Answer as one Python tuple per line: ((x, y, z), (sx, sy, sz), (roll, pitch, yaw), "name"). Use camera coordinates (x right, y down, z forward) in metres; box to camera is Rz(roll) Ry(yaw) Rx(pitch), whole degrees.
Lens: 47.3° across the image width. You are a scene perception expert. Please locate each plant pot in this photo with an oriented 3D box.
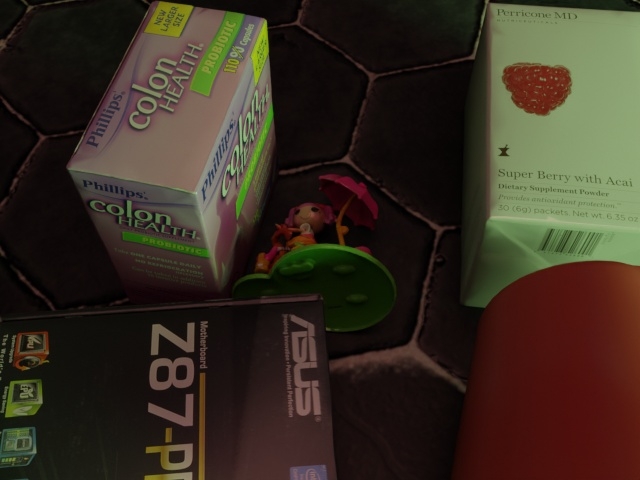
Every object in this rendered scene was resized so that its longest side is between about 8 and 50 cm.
((0.227, 0.168, 0.591), (0.274, 0.275, 0.243), (5, 48, 4), "plant pot")

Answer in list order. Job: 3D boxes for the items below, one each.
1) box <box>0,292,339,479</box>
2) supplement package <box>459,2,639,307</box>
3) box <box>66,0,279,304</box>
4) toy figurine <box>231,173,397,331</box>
((-0.139, 0.247, 0.629), (0.318, 0.097, 0.395), (-2, 59, -3), "box")
((0.250, -0.089, 0.786), (0.177, 0.175, 0.293), (5, 58, 5), "supplement package")
((-0.129, -0.071, 0.742), (0.117, 0.243, 0.214), (11, 58, 8), "box")
((0.000, 0.000, 0.790), (0.173, 0.130, 0.159), (-9, 42, 18), "toy figurine")
